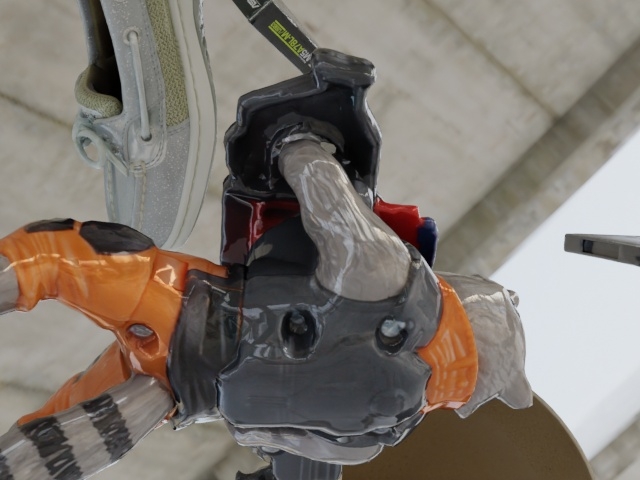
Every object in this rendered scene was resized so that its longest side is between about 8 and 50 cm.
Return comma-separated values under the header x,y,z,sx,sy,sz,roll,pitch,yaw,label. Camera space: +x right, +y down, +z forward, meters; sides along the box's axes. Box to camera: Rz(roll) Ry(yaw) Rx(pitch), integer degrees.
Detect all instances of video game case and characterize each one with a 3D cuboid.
x,y,z,sx,sy,sz,roll,pitch,yaw,label
0.377,0.012,1.430,0.196,0.026,0.274,2,2,-5,video game case

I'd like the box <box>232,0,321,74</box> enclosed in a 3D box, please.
x,y,z,sx,sy,sz,roll,pitch,yaw,label
-0.082,-0.302,1.753,0.045,0.191,0.184,-42,-29,9,box

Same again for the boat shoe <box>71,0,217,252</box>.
x,y,z,sx,sy,sz,roll,pitch,yaw,label
-0.133,-0.134,0.931,0.103,0.118,0.320,-11,-56,-22,boat shoe

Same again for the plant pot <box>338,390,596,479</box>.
x,y,z,sx,sy,sz,roll,pitch,yaw,label
0.093,0.272,1.300,0.284,0.284,0.191,-15,-15,-37,plant pot

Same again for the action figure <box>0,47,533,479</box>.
x,y,z,sx,sy,sz,roll,pitch,yaw,label
-0.047,0.090,0.742,0.330,0.178,0.341,-10,-53,-7,action figure

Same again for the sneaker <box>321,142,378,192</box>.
x,y,z,sx,sy,sz,roll,pitch,yaw,label
0.000,0.000,1.712,0.111,0.129,0.297,-23,-58,-31,sneaker
